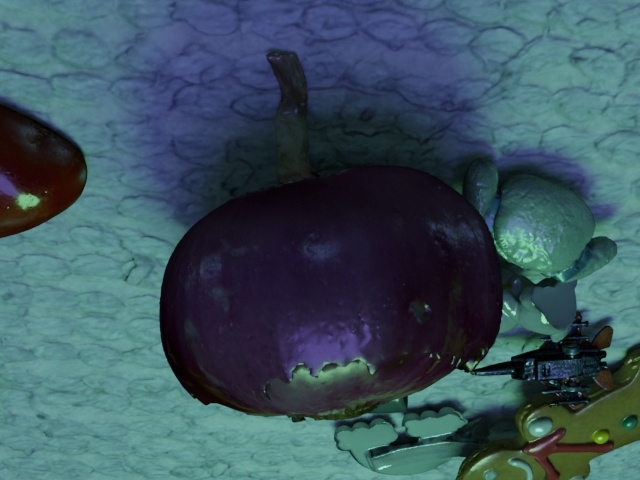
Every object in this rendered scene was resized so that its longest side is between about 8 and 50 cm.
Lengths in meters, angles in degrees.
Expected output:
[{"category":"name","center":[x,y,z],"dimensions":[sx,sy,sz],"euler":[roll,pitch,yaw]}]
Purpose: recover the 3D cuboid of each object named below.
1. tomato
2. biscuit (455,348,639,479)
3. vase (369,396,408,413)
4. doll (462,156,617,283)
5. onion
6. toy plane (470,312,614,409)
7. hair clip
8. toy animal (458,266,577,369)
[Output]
[{"category":"tomato","center":[-0.349,-0.052,1.078],"dimensions":[0.166,0.082,0.174],"euler":[32,121,-29]},{"category":"biscuit","center":[0.348,0.281,1.405],"dimensions":[0.339,0.047,0.216],"euler":[-25,129,3]},{"category":"vase","center":[0.004,0.191,1.329],"dimensions":[0.214,0.086,0.086],"euler":[-7,133,10]},{"category":"doll","center":[0.243,-0.018,1.136],"dimensions":[0.214,0.071,0.104],"euler":[27,93,-19]},{"category":"onion","center":[0.011,0.038,1.059],"dimensions":[0.358,0.345,0.358],"euler":[3,150,2]},{"category":"toy plane","center":[0.286,0.161,1.296],"dimensions":[0.189,0.061,0.130],"euler":[-7,101,-15]},{"category":"hair clip","center":[0.139,0.298,1.454],"dimensions":[0.220,0.054,0.140],"euler":[-11,137,11]},{"category":"toy animal","center":[0.211,0.094,1.225],"dimensions":[0.181,0.131,0.127],"euler":[-11,102,49]}]
